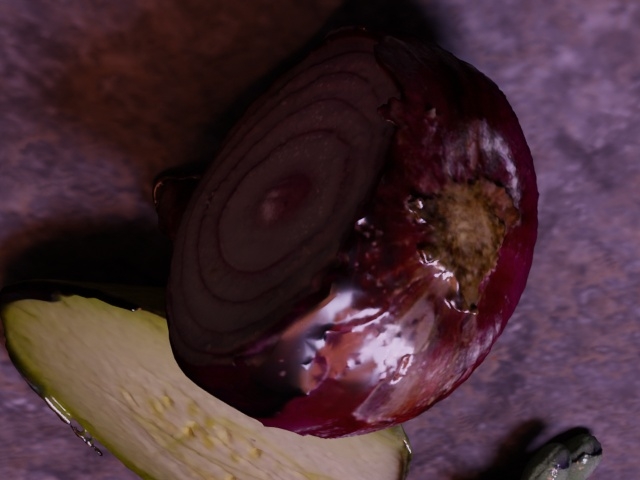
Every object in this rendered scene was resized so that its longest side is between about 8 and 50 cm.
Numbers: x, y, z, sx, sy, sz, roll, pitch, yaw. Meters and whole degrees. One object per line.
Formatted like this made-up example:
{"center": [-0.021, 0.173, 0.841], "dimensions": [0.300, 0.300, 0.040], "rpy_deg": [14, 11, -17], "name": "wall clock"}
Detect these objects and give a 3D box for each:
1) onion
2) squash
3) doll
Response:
{"center": [0.000, 0.000, 0.727], "dimensions": [0.140, 0.195, 0.218], "rpy_deg": [25, 164, -36], "name": "onion"}
{"center": [-0.074, 0.110, 0.846], "dimensions": [0.155, 0.204, 0.237], "rpy_deg": [-18, 153, -24], "name": "squash"}
{"center": [0.138, 0.188, 1.059], "dimensions": [0.115, 0.077, 0.150], "rpy_deg": [-20, 150, -57], "name": "doll"}
